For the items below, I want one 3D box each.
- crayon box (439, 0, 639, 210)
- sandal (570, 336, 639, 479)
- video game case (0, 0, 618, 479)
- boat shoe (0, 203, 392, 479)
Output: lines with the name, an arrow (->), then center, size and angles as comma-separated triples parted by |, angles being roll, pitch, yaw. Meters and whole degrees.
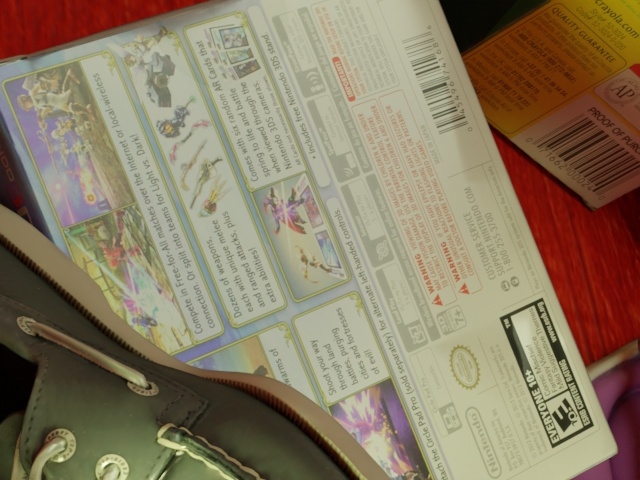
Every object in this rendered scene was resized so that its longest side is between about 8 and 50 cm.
crayon box -> 0.256, -0.162, 1.240 | 0.202, 0.318, 0.081 | 35, 40, -35
sandal -> 0.246, 0.131, 1.199 | 0.169, 0.102, 0.416 | 57, 33, -5
video game case -> -0.012, 0.022, 0.826 | 0.244, 0.061, 0.270 | -21, 89, -35
boat shoe -> -0.086, 0.087, 0.667 | 0.319, 0.116, 0.099 | 34, 33, 33
